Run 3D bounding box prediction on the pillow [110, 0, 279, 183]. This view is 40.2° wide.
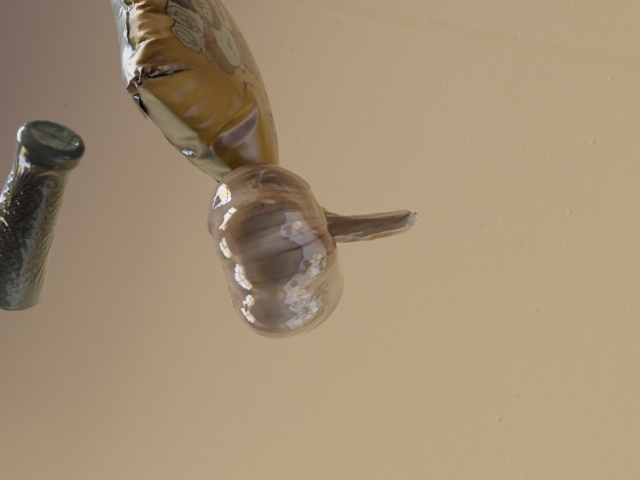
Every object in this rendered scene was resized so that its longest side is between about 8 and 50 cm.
[{"bbox_3d":[-0.145,-0.202,1.017,0.119,0.312,0.310,-27,-125,10],"label":"pillow"}]

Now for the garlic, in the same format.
[{"bbox_3d":[0.000,0.000,0.937,0.226,0.199,0.199,-15,-103,-5],"label":"garlic"}]

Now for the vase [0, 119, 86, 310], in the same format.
[{"bbox_3d":[-0.337,-0.030,1.005,0.096,0.096,0.219,37,-61,16],"label":"vase"}]
